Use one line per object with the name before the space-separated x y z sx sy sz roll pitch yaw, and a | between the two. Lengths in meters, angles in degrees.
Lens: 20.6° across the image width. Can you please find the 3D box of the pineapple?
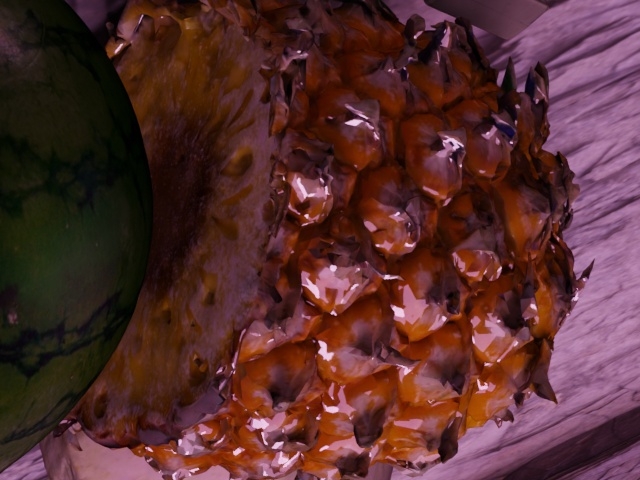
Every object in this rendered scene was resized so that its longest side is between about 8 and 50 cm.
pineapple | -0.001 -0.002 1.115 0.300 0.352 0.352 4 146 -36

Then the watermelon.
watermelon | -0.259 -0.013 0.895 0.363 0.363 0.363 -18 156 -8

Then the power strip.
power strip | 0.084 -0.186 1.151 0.042 0.075 0.175 -37 151 27

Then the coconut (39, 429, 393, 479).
coconut | -0.058 0.109 1.403 0.328 0.329 0.329 -18 156 -8
